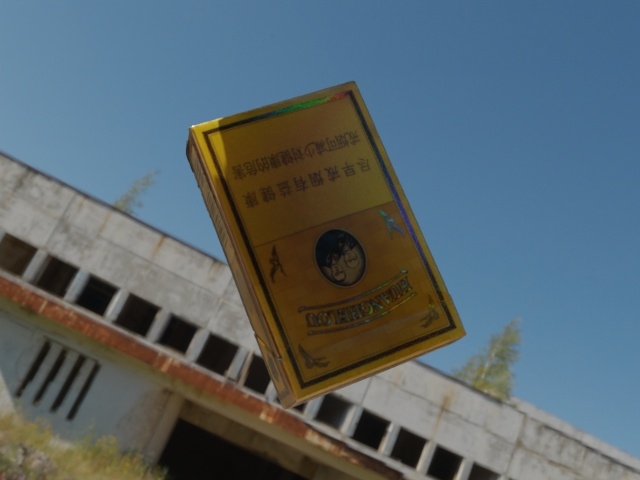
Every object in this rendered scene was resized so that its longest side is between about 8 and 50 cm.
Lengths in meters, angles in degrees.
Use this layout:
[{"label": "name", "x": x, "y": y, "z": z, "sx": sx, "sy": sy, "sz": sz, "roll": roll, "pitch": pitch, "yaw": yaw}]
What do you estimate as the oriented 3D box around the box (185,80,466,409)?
[{"label": "box", "x": 0.000, "y": 0.000, "z": 0.810, "sx": 0.084, "sy": 0.193, "sz": 0.301, "roll": 121, "pitch": -52, "yaw": -70}]
